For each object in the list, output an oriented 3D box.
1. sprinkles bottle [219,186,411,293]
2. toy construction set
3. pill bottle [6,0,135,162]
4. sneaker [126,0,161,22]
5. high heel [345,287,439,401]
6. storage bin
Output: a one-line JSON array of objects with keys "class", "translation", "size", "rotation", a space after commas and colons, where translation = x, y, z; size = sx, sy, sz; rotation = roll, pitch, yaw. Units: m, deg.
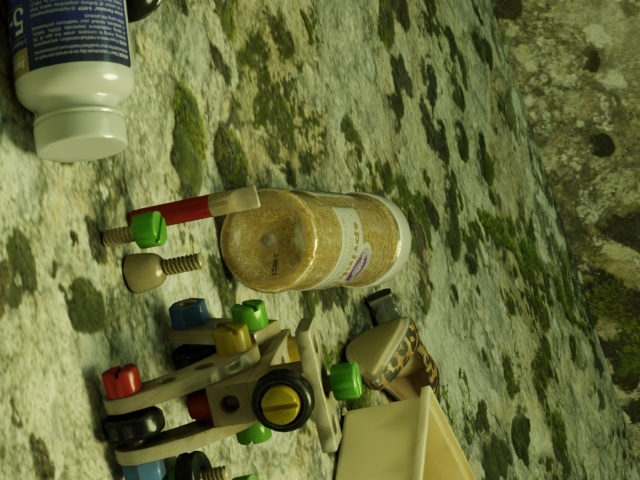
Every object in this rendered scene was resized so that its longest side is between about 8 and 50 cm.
[{"class": "sprinkles bottle", "translation": [0.000, 0.000, 2.367], "size": [0.355, 0.121, 0.121], "rotation": [0, 79, -70]}, {"class": "toy construction set", "translation": [-0.069, 0.094, 1.938], "size": [0.257, 0.237, 0.309], "rotation": [21, 59, -68]}, {"class": "pill bottle", "translation": [-0.228, -0.172, 1.836], "size": [0.112, 0.112, 0.187], "rotation": [24, 56, -67]}, {"class": "sneaker", "translation": [-0.244, -0.345, 1.953], "size": [0.124, 0.107, 0.283], "rotation": [-22, 96, -56]}, {"class": "high heel", "translation": [0.110, 0.188, 2.595], "size": [0.261, 0.093, 0.186], "rotation": [-75, 143, -69]}, {"class": "storage bin", "translation": [0.112, 0.370, 2.461], "size": [0.262, 0.123, 0.260], "rotation": [-81, 152, -46]}]
